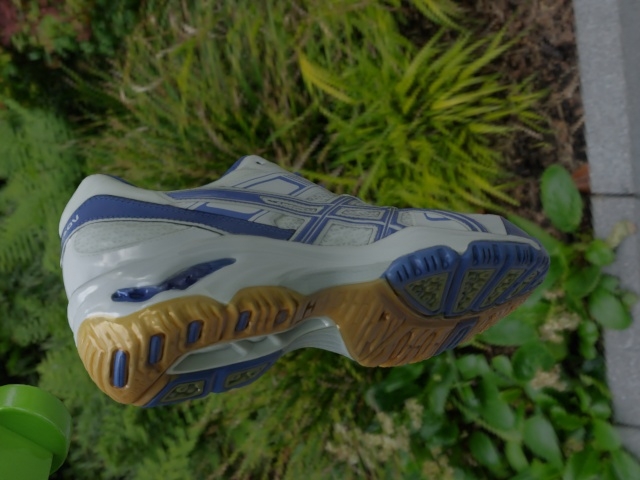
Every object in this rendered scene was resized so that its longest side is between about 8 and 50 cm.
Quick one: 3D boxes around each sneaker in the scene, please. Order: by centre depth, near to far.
[{"bbox_3d":[0.000,0.000,0.552,0.131,0.297,0.112,63,140,34],"label":"sneaker"}]

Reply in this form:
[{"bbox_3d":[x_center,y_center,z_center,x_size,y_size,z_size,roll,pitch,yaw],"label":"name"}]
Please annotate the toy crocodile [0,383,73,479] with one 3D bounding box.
[{"bbox_3d":[-0.254,0.122,0.557,0.105,0.340,0.115,-43,27,20],"label":"toy crocodile"}]
